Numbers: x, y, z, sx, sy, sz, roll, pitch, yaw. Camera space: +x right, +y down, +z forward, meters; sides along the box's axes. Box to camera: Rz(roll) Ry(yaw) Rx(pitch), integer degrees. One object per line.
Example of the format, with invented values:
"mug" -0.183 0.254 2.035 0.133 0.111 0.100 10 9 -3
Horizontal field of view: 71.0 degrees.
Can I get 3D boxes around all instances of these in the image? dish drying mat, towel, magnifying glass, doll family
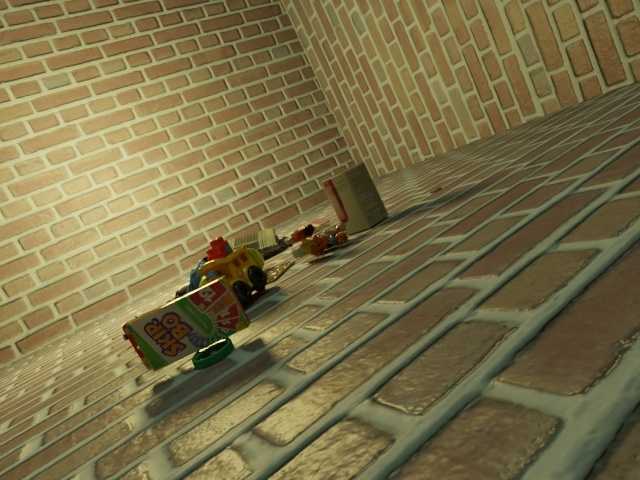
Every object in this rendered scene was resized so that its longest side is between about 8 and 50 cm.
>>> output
"dish drying mat" -0.200 0.169 1.404 0.032 0.008 0.083 -21 8 23
"towel" -0.119 -0.026 2.380 0.329 0.037 0.237 -29 10 -13
"magnifying glass" -0.252 0.240 1.027 0.092 0.026 0.231 -28 7 -16
"doll family" 0.006 0.007 1.563 0.163 0.118 0.263 -27 -13 40
"towel" -0.366 0.033 2.301 0.313 0.056 0.324 -16 19 -4

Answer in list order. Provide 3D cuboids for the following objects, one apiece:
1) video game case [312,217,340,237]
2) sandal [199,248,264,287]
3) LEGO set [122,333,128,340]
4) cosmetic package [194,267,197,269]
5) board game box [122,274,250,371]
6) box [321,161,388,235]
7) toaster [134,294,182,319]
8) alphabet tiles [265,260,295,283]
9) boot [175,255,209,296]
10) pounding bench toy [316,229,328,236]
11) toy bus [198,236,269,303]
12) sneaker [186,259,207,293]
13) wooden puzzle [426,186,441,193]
"video game case" 0.029 -0.062 2.187 0.184 0.023 0.201 -27 9 -10
"sandal" -0.365 0.131 1.795 0.318 0.126 0.138 -29 4 -37
"LEGO set" -0.568 0.309 1.576 0.245 0.060 0.182 -20 1 -18
"cosmetic package" -0.530 0.140 2.327 0.127 0.107 0.238 -19 7 33
"board game box" -0.298 0.188 0.987 0.260 0.124 0.039 -26 10 5
"box" 0.133 -0.159 1.713 0.127 0.232 0.149 -19 10 43
"toaster" -0.461 0.246 1.332 0.186 0.110 0.168 -29 8 -30
"alphabet tiles" -0.203 0.135 1.648 0.199 0.009 0.237 -23 8 22
"boot" -0.507 0.142 1.924 0.249 0.090 0.206 -23 -34 -30
"pounding bench toy" 0.000 0.000 1.743 0.083 0.052 0.065 -23 8 19
"toy bus" -0.291 0.100 1.367 0.150 0.211 0.220 -27 8 28
"sneaker" -0.510 0.170 1.852 0.069 0.082 0.209 -9 -41 -53
"wooden puzzle" 0.457 -0.201 1.815 0.050 0.006 0.083 -26 8 -8
